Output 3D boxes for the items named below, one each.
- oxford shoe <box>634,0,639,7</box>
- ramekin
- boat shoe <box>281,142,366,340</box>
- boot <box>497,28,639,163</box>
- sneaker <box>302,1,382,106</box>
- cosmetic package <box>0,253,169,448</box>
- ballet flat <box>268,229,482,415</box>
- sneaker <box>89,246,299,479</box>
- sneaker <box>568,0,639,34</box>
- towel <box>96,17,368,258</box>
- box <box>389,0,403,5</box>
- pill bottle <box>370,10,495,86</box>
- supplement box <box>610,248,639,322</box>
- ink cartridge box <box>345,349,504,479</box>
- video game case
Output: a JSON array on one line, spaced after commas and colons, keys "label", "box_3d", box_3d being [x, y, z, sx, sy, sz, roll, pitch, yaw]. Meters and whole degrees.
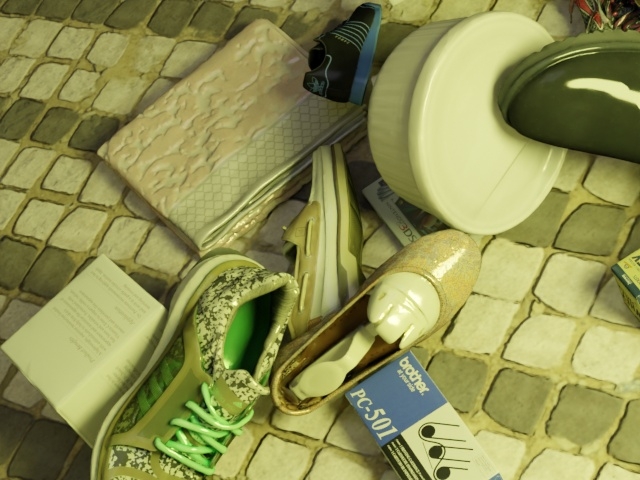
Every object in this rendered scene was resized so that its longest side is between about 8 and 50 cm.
[{"label": "oxford shoe", "box_3d": [0.451, -0.316, 1.759, 0.083, 0.227, 0.096, -4, 80, 45]}, {"label": "ramekin", "box_3d": [0.177, -0.148, 1.684, 0.127, 0.273, 0.273, 16, 63, 49]}, {"label": "boat shoe", "box_3d": [0.000, 0.000, 1.774, 0.103, 0.113, 0.302, -11, 52, 10]}, {"label": "boot", "box_3d": [0.431, -0.037, 1.507, 0.367, 0.146, 0.445, -4, 49, -15]}, {"label": "sneaker", "box_3d": [0.033, -0.276, 1.951, 0.091, 0.081, 0.232, 13, 38, -1]}, {"label": "cosmetic package", "box_3d": [-0.275, 0.151, 1.761, 0.184, 0.151, 0.151, -43, 49, -11]}, {"label": "ballet flat", "box_3d": [0.062, 0.110, 1.610, 0.316, 0.107, 0.106, -42, 6, 20]}, {"label": "sneaker", "box_3d": [-0.138, 0.191, 1.599, 0.182, 0.158, 0.410, -11, 55, 61]}, {"label": "sneaker", "box_3d": [0.390, -0.316, 1.834, 0.121, 0.112, 0.299, -23, 49, 7]}, {"label": "towel", "box_3d": [-0.128, -0.157, 1.996, 0.332, 0.053, 0.317, -40, 48, -9]}, {"label": "box", "box_3d": [0.227, -0.440, 1.968, 0.322, 0.058, 0.232, -25, 15, 5]}, {"label": "pill bottle", "box_3d": [0.172, -0.226, 1.869, 0.194, 0.108, 0.108, -25, 48, 6]}, {"label": "supplement box", "box_3d": [0.390, 0.048, 1.573, 0.083, 0.083, 0.056, -32, 47, 1]}, {"label": "ink cartridge box", "box_3d": [0.119, 0.230, 1.586, 0.097, 0.046, 0.207, -34, 48, -3]}, {"label": "video game case", "box_3d": [0.172, -0.063, 1.802, 0.190, 0.022, 0.173, -33, 48, -2]}]
